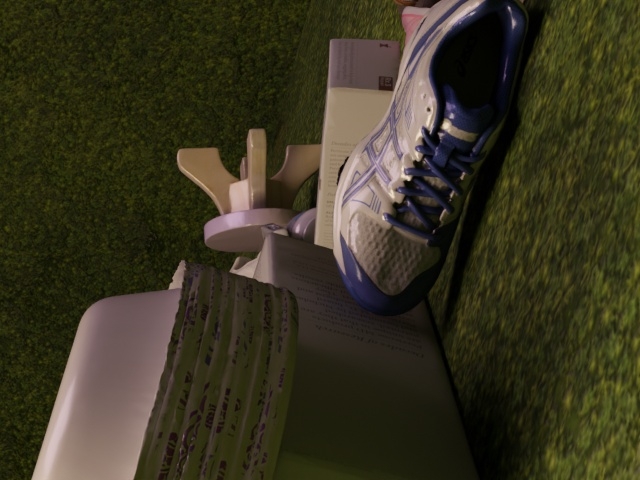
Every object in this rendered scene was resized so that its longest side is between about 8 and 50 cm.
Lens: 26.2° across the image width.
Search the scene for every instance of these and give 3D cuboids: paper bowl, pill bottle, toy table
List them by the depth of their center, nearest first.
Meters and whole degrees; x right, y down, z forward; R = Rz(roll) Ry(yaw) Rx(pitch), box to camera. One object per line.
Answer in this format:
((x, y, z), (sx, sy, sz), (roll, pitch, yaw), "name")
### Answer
((-0.123, 0.152, 0.978), (0.284, 0.148, 0.284), (-163, 90, -82), "paper bowl")
((0.000, 0.000, 1.800), (0.160, 0.087, 0.087), (168, 117, -81), "pill bottle")
((-0.107, -0.079, 2.282), (0.274, 0.252, 0.161), (150, 118, -68), "toy table")

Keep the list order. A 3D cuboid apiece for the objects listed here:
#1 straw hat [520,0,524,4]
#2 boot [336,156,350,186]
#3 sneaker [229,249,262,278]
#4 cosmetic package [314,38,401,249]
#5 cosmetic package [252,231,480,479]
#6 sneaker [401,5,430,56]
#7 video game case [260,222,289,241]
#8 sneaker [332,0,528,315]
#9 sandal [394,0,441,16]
((0.150, -0.248, 1.261), (0.144, 0.061, 0.144), (-165, 90, -83), "straw hat")
((0.065, -0.056, 1.371), (0.121, 0.099, 0.045), (-106, 33, -75), "boot")
((-0.038, 0.069, 1.566), (0.305, 0.114, 0.152), (-1, 72, 56), "sneaker")
((0.040, -0.100, 1.544), (0.117, 0.085, 0.231), (-87, 0, -54), "cosmetic package")
((0.000, 0.183, 1.160), (0.453, 0.161, 0.230), (-96, 23, -70), "cosmetic package")
((0.111, -0.221, 1.529), (0.134, 0.051, 0.070), (-136, 65, -77), "sneaker")
((-0.032, 0.078, 1.768), (0.183, 0.023, 0.201), (-156, 50, -82), "video game case")
((0.091, -0.079, 1.159), (0.131, 0.112, 0.296), (-177, 103, -80), "sneaker")
((0.113, -0.307, 1.648), (0.219, 0.060, 0.090), (-108, 33, -76), "sandal")
